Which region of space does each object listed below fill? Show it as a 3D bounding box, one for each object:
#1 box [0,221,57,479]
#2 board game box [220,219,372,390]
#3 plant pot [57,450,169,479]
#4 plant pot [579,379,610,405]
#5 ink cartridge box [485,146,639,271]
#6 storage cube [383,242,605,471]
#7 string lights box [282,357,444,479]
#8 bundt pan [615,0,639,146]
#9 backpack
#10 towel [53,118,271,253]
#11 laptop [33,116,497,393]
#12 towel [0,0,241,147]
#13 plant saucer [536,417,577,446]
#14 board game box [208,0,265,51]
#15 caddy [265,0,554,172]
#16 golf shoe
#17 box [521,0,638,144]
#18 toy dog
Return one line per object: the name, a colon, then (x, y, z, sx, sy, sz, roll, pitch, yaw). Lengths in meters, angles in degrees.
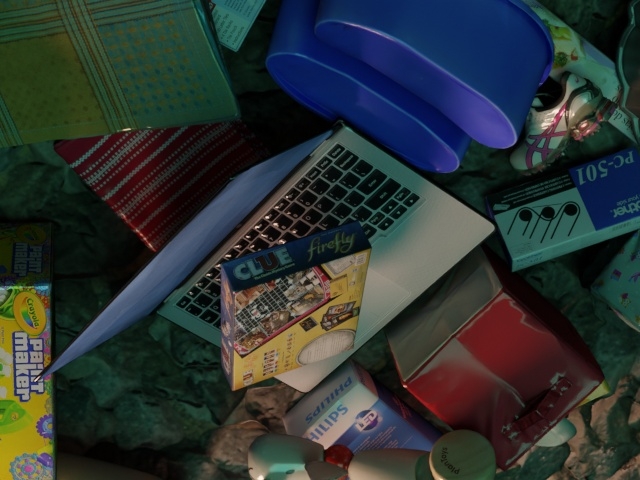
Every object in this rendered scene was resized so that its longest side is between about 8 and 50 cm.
box: (-0.458, 0.145, 1.647, 0.279, 0.177, 0.290, 0, 115, -10)
board game box: (-0.033, 0.079, 1.595, 0.165, 0.042, 0.243, -18, 151, -15)
plant pot: (-0.335, 0.381, 1.795, 0.274, 0.256, 0.256, 29, 108, -4)
plant pot: (0.339, 0.175, 1.899, 0.081, 0.081, 0.083, -27, 111, 2)
ink cartridge box: (0.327, -0.041, 1.779, 0.207, 0.097, 0.046, -19, 156, -2)
storage cube: (0.220, 0.142, 1.787, 0.193, 0.215, 0.183, 41, 103, -19)
string lights box: (0.087, 0.291, 1.904, 0.133, 0.077, 0.259, -44, 115, 11)
bundt pan: (0.534, -0.220, 1.680, 0.330, 0.124, 0.331, -4, 103, -18)
backpack: (0.440, 0.064, 1.801, 0.115, 0.182, 0.152, 6, 125, -55)
towel: (-0.171, -0.084, 1.702, 0.199, 0.031, 0.275, -38, 116, 9)
laptop: (-0.052, 0.068, 1.624, 0.408, 0.236, 0.382, 32, 123, -25)
towel: (-0.291, -0.235, 1.526, 0.370, 0.040, 0.271, -6, 120, 19)
plant saucer: (0.296, 0.260, 1.916, 0.119, 0.119, 0.021, 32, 63, -23)
board game box: (-0.156, -0.400, 1.444, 0.318, 0.066, 0.319, 28, 129, -10)
caddy: (0.105, -0.230, 1.573, 0.341, 0.241, 0.179, 30, 63, -23)
golf shoe: (0.287, -0.148, 1.711, 0.086, 0.067, 0.186, 43, 143, -3)
box: (0.317, -0.220, 1.711, 0.324, 0.067, 0.063, 33, 105, -24)
toy dog: (0.069, 0.337, 1.740, 0.333, 0.161, 0.220, -11, 132, 28)
